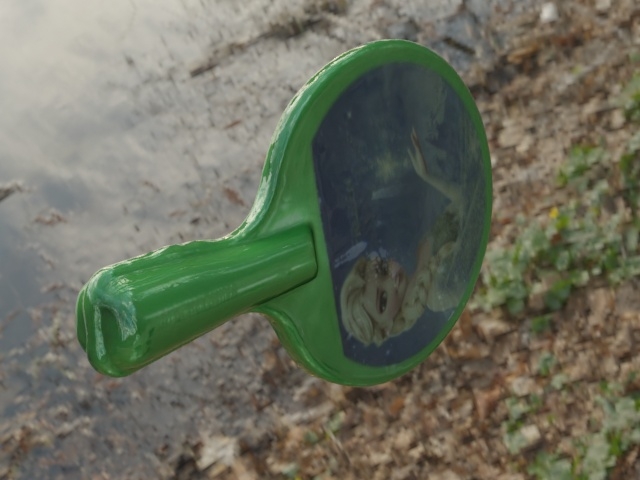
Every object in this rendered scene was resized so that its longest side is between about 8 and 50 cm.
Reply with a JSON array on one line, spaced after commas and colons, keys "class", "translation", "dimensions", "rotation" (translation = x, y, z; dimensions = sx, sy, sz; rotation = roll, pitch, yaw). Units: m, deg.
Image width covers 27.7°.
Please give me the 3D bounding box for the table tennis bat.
[{"class": "table tennis bat", "translation": [0.000, 0.000, 0.571], "dimensions": [0.039, 0.160, 0.257], "rotation": [10, 22, 42]}]
